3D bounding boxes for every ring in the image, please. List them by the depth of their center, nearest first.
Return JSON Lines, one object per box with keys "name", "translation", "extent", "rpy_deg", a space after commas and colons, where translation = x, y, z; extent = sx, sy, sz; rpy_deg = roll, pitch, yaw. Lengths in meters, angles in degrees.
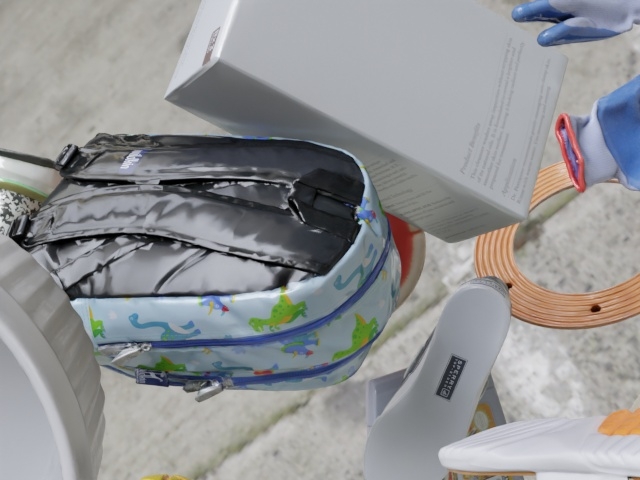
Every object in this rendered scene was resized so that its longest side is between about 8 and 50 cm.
{"name": "ring", "translation": [0.384, 0.000, 1.720], "extent": [0.336, 0.032, 0.337], "rpy_deg": [-15, 43, 14]}

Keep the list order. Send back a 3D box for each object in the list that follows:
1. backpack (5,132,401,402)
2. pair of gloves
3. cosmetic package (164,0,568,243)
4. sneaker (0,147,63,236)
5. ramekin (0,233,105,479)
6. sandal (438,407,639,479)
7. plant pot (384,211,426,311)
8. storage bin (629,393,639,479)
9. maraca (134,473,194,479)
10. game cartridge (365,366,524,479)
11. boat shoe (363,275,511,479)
{"name": "backpack", "translation": [-0.096, 0.017, 1.216], "extent": [0.355, 0.273, 0.290], "rpy_deg": [-12, 36, 28]}
{"name": "pair of gloves", "translation": [0.187, -0.116, 0.760], "extent": [0.023, 0.159, 0.198], "rpy_deg": [-28, 77, 50]}
{"name": "cosmetic package", "translation": [0.055, -0.174, 1.287], "extent": [0.156, 0.385, 0.217], "rpy_deg": [-23, 43, 61]}
{"name": "sneaker", "translation": [-0.460, 0.006, 1.658], "extent": [0.410, 0.158, 0.182], "rpy_deg": [140, 147, -66]}
{"name": "ramekin", "translation": [-0.185, 0.079, 0.491], "extent": [0.207, 0.207, 0.109], "rpy_deg": [-39, 7, 11]}
{"name": "sandal", "translation": [0.183, 0.158, 0.793], "extent": [0.102, 0.076, 0.265], "rpy_deg": [-16, -1, -31]}
{"name": "plant pot", "translation": [0.000, 0.000, 1.627], "extent": [0.275, 0.275, 0.243], "rpy_deg": [-52, 26, -9]}
{"name": "storage bin", "translation": [0.504, 0.279, 1.505], "extent": [0.262, 0.260, 0.123], "rpy_deg": [-41, -10, -43]}
{"name": "maraca", "translation": [-0.152, 0.308, 1.323], "extent": [0.127, 0.185, 0.099], "rpy_deg": [-1, 82, 62]}
{"name": "game cartridge", "translation": [0.176, 0.316, 1.682], "extent": [0.198, 0.297, 0.062], "rpy_deg": [-17, -2, -19]}
{"name": "boat shoe", "translation": [0.146, 0.177, 1.463], "extent": [0.301, 0.108, 0.102], "rpy_deg": [-68, -10, 14]}
